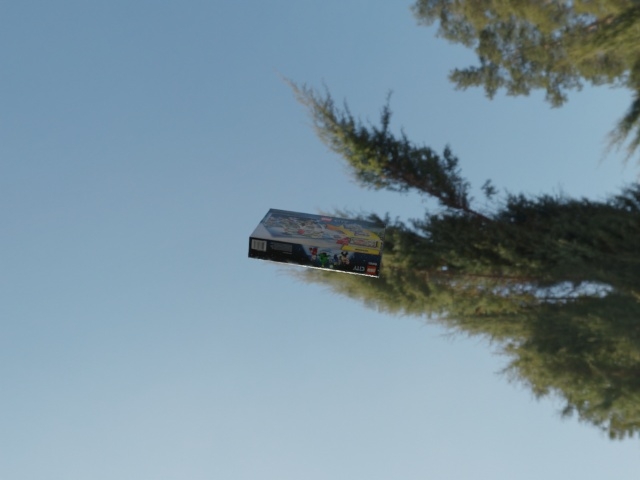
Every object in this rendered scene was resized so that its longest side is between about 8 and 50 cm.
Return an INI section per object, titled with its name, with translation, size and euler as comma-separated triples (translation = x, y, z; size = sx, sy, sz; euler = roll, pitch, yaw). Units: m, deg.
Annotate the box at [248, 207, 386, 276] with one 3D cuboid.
[box]
translation = 0.000, 0.000, 1.077
size = 0.159, 0.233, 0.044
euler = -66, -17, -67
